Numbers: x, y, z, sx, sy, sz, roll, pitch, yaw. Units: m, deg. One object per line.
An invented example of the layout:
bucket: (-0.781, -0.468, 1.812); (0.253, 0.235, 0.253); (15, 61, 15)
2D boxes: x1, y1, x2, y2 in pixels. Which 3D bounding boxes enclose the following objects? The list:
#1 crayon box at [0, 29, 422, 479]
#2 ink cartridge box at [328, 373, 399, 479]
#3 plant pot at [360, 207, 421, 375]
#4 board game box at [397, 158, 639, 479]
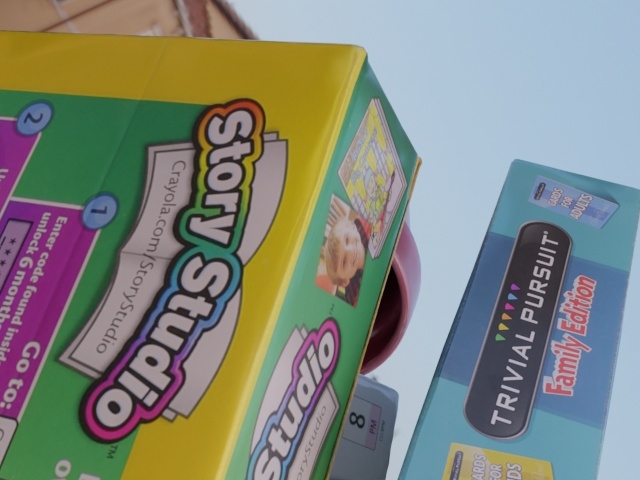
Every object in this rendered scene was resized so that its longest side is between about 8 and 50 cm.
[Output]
crayon box: (-0.155, 0.078, 0.454); (0.313, 0.363, 0.106); (8, -24, 24)
ink cartridge box: (-0.062, 0.148, 0.615); (0.232, 0.189, 0.066); (30, -28, -35)
plant pot: (0.000, 0.000, 0.904); (0.201, 0.201, 0.180); (67, 26, -22)
board game box: (0.086, 0.163, 0.568); (0.079, 0.254, 0.336); (16, -50, 12)
